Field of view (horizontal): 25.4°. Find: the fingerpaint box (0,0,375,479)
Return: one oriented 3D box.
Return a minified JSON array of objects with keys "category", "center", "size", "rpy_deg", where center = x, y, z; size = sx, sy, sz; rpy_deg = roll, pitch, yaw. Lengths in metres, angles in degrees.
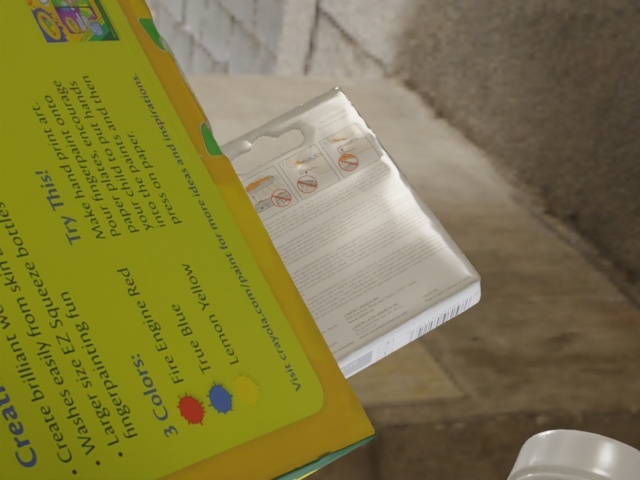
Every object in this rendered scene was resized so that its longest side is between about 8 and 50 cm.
[{"category":"fingerpaint box","center":[-0.231,-0.023,0.692],"size":[0.163,0.371,0.445],"rpy_deg":[-36,77,36]}]

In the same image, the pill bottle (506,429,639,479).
[{"category":"pill bottle","center":[0.173,0.299,1.082],"size":[0.283,0.161,0.161],"rpy_deg":[-62,7,-32]}]

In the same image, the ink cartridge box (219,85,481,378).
[{"category":"ink cartridge box","center":[0.000,0.000,1.194],"size":[0.224,0.181,0.056],"rpy_deg":[55,164,25]}]
